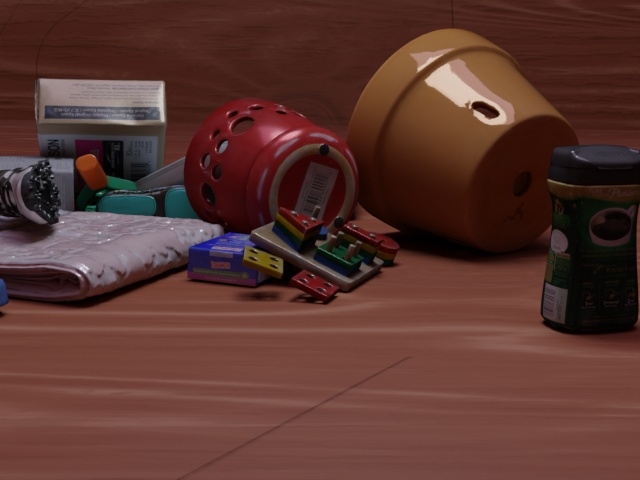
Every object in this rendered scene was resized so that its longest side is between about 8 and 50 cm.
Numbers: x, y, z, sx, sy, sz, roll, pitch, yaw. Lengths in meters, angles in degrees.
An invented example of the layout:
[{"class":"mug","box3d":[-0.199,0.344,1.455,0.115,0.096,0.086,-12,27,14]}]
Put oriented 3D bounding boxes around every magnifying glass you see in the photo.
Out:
[{"class":"magnifying glass","box3d":[-0.310,-0.076,1.776,0.092,0.026,0.231,-18,-11,-4]}]

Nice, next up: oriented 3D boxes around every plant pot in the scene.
[{"class":"plant pot","box3d":[-0.060,-0.081,1.649,0.191,0.191,0.174,-6,17,-32]},{"class":"plant pot","box3d":[0.207,-0.115,1.689,0.290,0.291,0.203,-7,29,-36]}]

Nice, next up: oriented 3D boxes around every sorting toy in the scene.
[{"class":"sorting toy","box3d":[0.000,0.000,1.476,0.132,0.046,0.274,28,18,14]}]

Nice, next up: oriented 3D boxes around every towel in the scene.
[{"class":"towel","box3d":[-0.323,0.007,1.520,0.316,0.053,0.332,6,12,22]}]

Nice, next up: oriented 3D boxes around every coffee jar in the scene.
[{"class":"coffee jar","box3d":[0.276,-0.005,1.275,0.096,0.185,0.079,-2,11,-16]}]

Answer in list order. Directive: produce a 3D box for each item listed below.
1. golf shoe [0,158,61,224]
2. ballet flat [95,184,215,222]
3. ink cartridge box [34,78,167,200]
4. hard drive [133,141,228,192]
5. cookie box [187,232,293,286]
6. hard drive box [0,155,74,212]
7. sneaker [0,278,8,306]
[{"class":"golf shoe","box3d":[-0.365,-0.051,1.524,0.093,0.077,0.198,-13,7,-9]},{"class":"ballet flat","box3d":[-0.221,-0.043,1.783,0.188,0.070,0.070,5,10,0]},{"class":"ink cartridge box","box3d":[-0.337,-0.152,1.955,0.193,0.088,0.235,-2,-27,-9]},{"class":"hard drive","box3d":[-0.142,-0.102,1.878,0.203,0.040,0.307,-7,-5,-34]},{"class":"cookie box","box3d":[-0.093,0.022,1.488,0.091,0.040,0.107,7,11,22]},{"class":"hard drive box","box3d":[-0.469,-0.068,1.802,0.232,0.089,0.181,0,10,-10]},{"class":"sneaker","box3d":[-0.432,0.026,1.291,0.232,0.091,0.081,3,10,10]}]
